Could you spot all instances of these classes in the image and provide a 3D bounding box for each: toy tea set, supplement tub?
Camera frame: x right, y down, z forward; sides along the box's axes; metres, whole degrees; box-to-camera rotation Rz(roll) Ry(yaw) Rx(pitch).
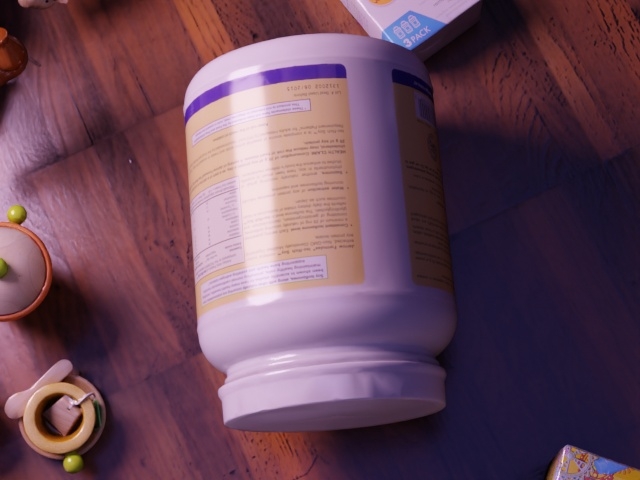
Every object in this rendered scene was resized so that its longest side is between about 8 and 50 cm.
[{"bbox_3d":[-0.314,0.137,1.366,0.200,0.124,0.336,-24,86,-10],"label":"toy tea set"},{"bbox_3d":[0.000,0.000,1.339,0.241,0.241,0.331,-5,76,3],"label":"supplement tub"}]

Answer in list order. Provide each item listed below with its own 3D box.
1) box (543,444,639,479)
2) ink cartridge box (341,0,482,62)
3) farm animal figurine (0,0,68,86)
[{"bbox_3d":[0.293,0.368,1.257,0.279,0.177,0.290,20,79,9],"label":"box"},{"bbox_3d":[0.071,-0.276,1.494,0.104,0.061,0.181,-37,76,-6],"label":"ink cartridge box"},{"bbox_3d":[-0.416,-0.225,1.475,0.330,0.172,0.327,12,65,15],"label":"farm animal figurine"}]
